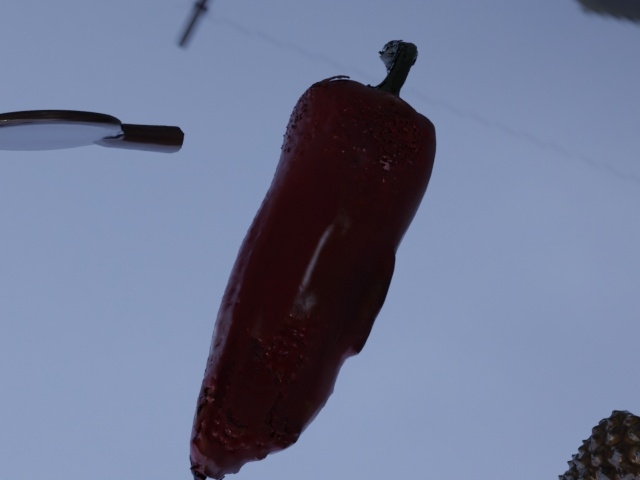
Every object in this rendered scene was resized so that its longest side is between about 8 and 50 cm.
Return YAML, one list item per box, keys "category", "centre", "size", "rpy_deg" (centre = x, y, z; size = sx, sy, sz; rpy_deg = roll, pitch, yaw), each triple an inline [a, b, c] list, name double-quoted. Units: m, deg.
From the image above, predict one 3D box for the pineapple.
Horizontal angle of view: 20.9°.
- category: "pineapple"
  centre: [0.107, 0.130, 0.720]
  size: [0.058, 0.124, 0.058]
  rpy_deg: [38, 174, 4]

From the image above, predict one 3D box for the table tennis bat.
- category: "table tennis bat"
  centre: [-0.167, -0.026, 1.219]
  size: [0.170, 0.119, 0.107]
  rpy_deg: [1, 172, -39]

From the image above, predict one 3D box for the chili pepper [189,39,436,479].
- category: "chili pepper"
  centre: [0.000, 0.000, 1.179]
  size: [0.110, 0.388, 0.110]
  rpy_deg: [19, 154, 10]
